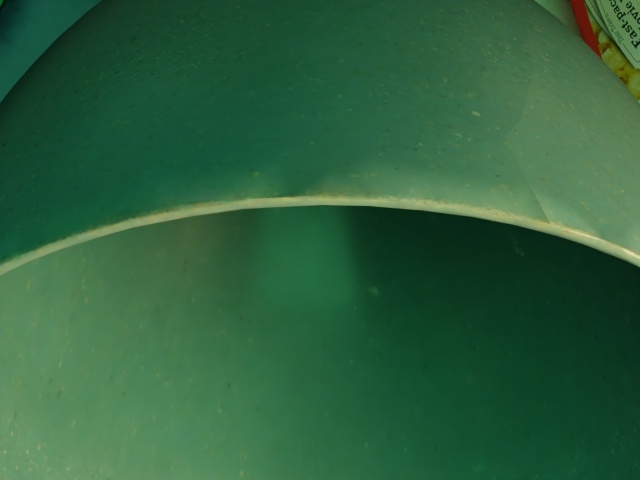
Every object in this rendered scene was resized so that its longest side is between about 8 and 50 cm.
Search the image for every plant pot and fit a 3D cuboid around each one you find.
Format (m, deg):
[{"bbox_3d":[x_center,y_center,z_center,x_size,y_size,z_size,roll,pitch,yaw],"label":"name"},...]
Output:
[{"bbox_3d":[0.000,0.000,0.535,0.290,0.290,0.195,4,53,-6],"label":"plant pot"}]

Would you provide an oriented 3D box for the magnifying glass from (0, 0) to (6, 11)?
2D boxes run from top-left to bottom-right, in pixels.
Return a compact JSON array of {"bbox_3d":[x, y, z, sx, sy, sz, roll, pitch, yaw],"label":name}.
[{"bbox_3d":[-0.200,-0.068,0.673,0.092,0.026,0.231,14,95,-11],"label":"magnifying glass"}]

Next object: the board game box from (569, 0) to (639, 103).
[{"bbox_3d":[0.183,-0.056,0.642,0.147,0.045,0.193,7,61,-42],"label":"board game box"}]

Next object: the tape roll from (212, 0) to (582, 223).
[{"bbox_3d":[0.020,0.062,0.685,0.392,0.072,0.392,0,90,-6],"label":"tape roll"}]
